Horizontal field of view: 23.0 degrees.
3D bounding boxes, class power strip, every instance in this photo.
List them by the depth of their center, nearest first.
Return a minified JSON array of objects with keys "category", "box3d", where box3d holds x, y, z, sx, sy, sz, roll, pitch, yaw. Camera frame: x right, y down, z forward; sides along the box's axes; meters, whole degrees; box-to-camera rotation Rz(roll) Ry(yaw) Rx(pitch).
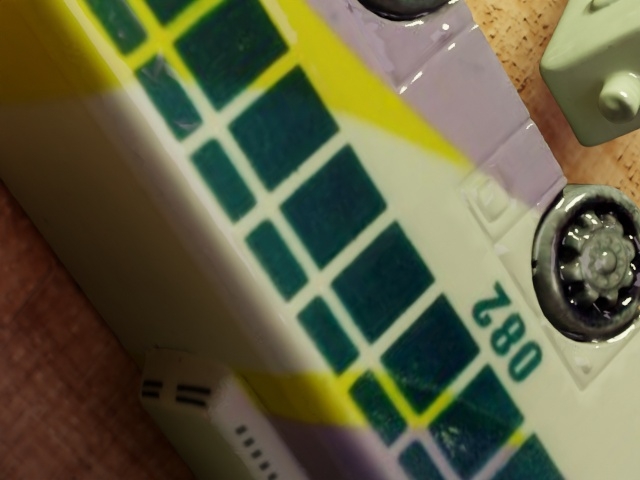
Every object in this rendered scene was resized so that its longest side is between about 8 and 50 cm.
[{"category":"power strip","box3d":[0.211,-0.169,0.956,0.062,0.091,0.385,56,34,-17]}]

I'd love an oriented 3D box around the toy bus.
[{"category":"toy bus","box3d":[0.000,0.000,0.843,0.249,0.209,0.440,-43,112,-25]}]
